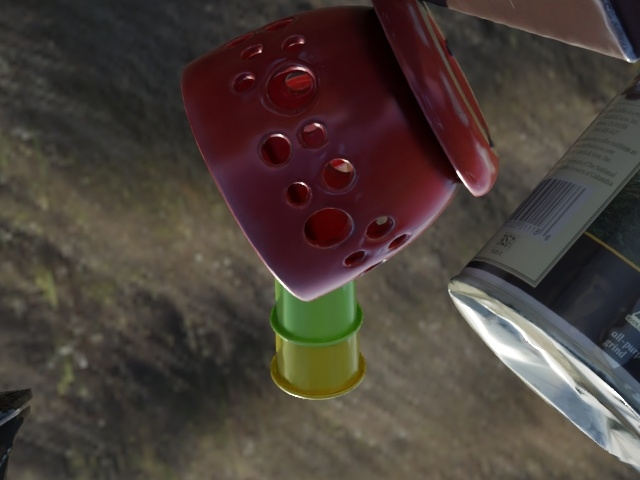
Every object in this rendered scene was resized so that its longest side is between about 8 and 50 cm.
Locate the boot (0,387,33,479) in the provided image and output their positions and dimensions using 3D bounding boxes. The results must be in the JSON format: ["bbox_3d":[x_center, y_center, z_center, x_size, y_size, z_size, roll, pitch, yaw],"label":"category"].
[{"bbox_3d":[-0.314,0.232,1.698,0.077,0.137,0.198,-12,-165,24],"label":"boot"}]

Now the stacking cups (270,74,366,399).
[{"bbox_3d":[0.000,0.000,1.670,0.096,0.096,0.316,-9,127,-14],"label":"stacking cups"}]

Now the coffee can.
[{"bbox_3d":[0.244,-0.009,1.132,0.275,0.201,0.201,-48,160,-8],"label":"coffee can"}]

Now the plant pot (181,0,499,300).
[{"bbox_3d":[0.021,-0.076,1.261,0.174,0.191,0.191,-26,157,8],"label":"plant pot"}]

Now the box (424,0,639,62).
[{"bbox_3d":[0.082,-0.236,0.976,0.143,0.191,0.381,-34,-154,-10],"label":"box"}]
